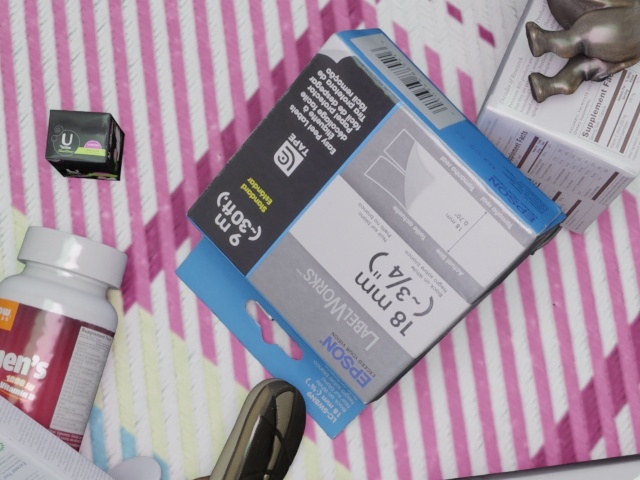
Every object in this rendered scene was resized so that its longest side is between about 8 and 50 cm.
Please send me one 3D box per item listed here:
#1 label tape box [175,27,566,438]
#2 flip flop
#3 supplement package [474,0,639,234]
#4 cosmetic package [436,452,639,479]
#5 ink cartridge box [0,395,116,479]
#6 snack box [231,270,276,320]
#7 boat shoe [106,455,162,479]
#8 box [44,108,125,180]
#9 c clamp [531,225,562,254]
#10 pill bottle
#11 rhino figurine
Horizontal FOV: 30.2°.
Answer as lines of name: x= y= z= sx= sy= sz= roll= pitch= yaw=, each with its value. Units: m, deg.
label tape box: x=0.013 y=0.014 z=1.064 sx=0.240 sy=0.106 sz=0.333 roll=46 pitch=116 yaw=8
flip flop: x=-0.106 y=0.251 z=1.113 sx=0.080 sy=0.112 sz=0.277 roll=21 pitch=82 yaw=30
supplement package: x=0.251 y=-0.171 z=1.120 sx=0.145 sy=0.204 sz=0.261 roll=25 pitch=76 yaw=4
cosmetic package: x=0.292 y=0.264 z=1.045 sx=0.385 sy=0.217 sz=0.156 roll=-6 pitch=79 yaw=-3
ink cartridge box: x=-0.273 y=0.263 z=1.061 sx=0.223 sy=0.045 sz=0.224 roll=-37 pitch=110 yaw=28
snack box: x=0.000 y=0.000 z=1.184 sx=0.178 sy=0.022 sz=0.064 roll=-40 pitch=82 yaw=-1
boat shoe: x=-0.207 y=0.263 z=1.136 sx=0.142 sy=0.040 sz=0.049 roll=-44 pitch=73 yaw=-7
box: x=-0.233 y=-0.094 z=1.179 sx=0.062 sy=0.083 sz=0.052 roll=4 pitch=80 yaw=1
c clamp: x=0.171 y=-0.033 z=1.199 sx=0.161 sy=0.022 sz=0.137 roll=15 pitch=75 yaw=5
pill bottle: x=-0.263 y=0.105 z=1.124 sx=0.121 sy=0.121 sz=0.221 roll=15 pitch=80 yaw=3
rhino figurine: x=0.205 y=-0.240 z=0.994 sx=0.106 sy=0.073 sz=0.243 roll=-11 pitch=73 yaw=0
